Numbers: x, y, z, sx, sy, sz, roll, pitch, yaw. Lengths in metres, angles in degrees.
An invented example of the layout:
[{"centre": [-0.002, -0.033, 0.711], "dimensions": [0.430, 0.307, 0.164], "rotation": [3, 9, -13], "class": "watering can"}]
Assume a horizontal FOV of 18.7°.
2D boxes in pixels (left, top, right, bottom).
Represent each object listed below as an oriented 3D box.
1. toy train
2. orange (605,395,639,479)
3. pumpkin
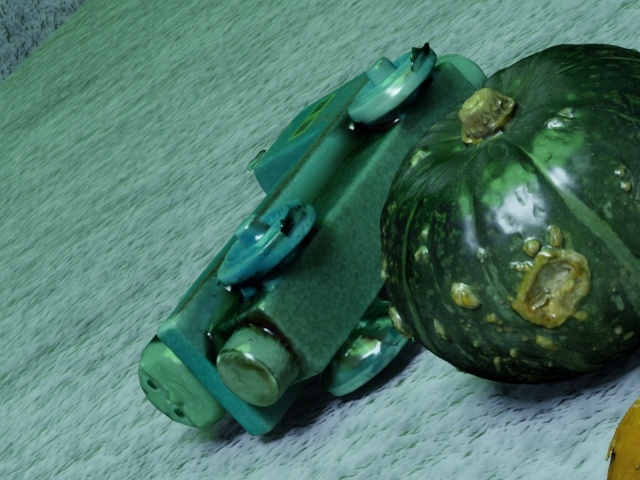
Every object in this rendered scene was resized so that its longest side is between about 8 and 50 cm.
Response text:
[{"centre": [0.000, 0.000, 1.221], "dimensions": [0.194, 0.120, 0.298], "rotation": [-26, 20, 49], "class": "toy train"}, {"centre": [0.168, 0.088, 0.704], "dimensions": [0.135, 0.117, 0.135], "rotation": [-22, 12, 5], "class": "orange"}, {"centre": [0.117, -0.014, 0.985], "dimensions": [0.190, 0.146, 0.190], "rotation": [-42, 31, 32], "class": "pumpkin"}]
